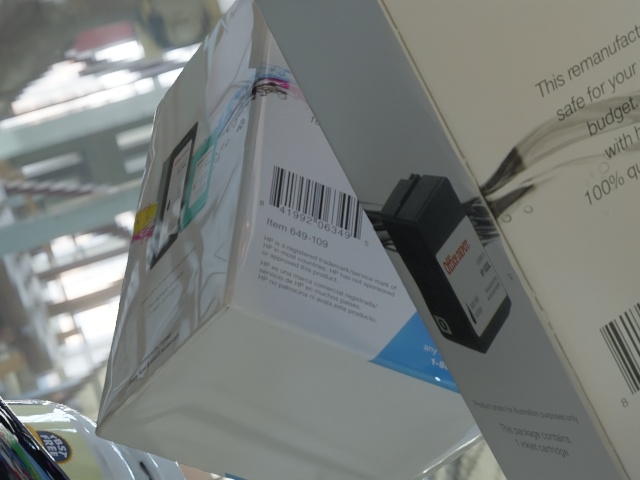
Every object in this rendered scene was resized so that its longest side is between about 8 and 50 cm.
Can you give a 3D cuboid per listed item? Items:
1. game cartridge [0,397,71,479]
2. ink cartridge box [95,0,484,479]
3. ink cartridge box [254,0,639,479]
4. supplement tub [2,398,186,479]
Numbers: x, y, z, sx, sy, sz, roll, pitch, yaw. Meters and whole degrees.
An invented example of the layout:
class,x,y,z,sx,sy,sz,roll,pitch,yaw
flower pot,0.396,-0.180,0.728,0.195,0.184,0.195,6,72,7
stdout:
class,x,y,z,sx,sy,sz,roll,pitch,yaw
game cartridge,-0.105,0.054,0.351,0.230,0.068,0.355,52,-6,-31
ink cartridge box,0.000,0.000,1.012,0.197,0.198,0.270,-44,-148,48
ink cartridge box,0.142,-0.042,0.720,0.307,0.223,0.129,62,-20,-10
supplement tub,-0.264,0.226,1.077,0.235,0.325,0.235,-5,-97,42
